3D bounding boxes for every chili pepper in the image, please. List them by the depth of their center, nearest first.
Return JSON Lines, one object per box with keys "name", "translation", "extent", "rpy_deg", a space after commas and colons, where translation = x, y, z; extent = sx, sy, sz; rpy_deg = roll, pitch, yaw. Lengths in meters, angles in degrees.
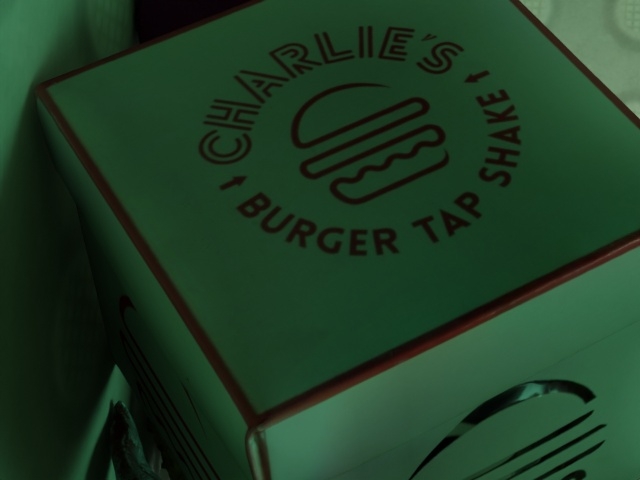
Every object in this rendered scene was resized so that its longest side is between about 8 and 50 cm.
{"name": "chili pepper", "translation": [-0.131, 0.189, 1.173], "extent": [0.153, 0.041, 0.050], "rpy_deg": [60, -36, 25]}

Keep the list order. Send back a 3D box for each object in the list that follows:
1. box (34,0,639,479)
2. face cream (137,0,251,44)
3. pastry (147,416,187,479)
{"name": "box", "translation": [0.033, 0.034, 1.055], "extent": [0.312, 0.314, 0.300], "rpy_deg": [52, -21, 37]}
{"name": "face cream", "translation": [-0.035, -0.193, 1.254], "extent": [0.195, 0.175, 0.175], "rpy_deg": [-67, 158, -61]}
{"name": "pastry", "translation": [-0.046, 0.133, 1.360], "extent": [0.255, 0.161, 0.311], "rpy_deg": [69, 21, -44]}
